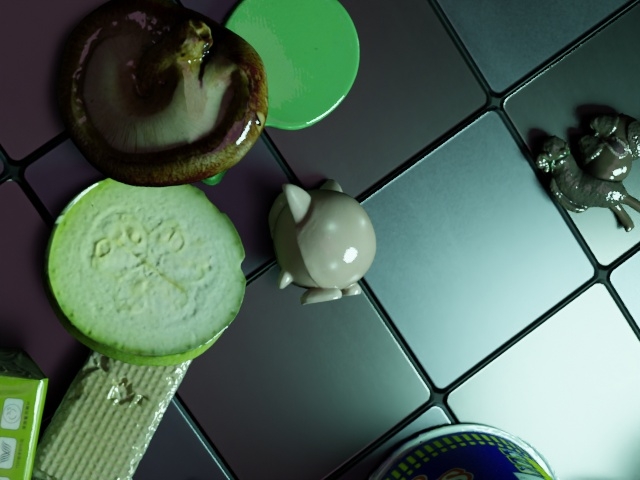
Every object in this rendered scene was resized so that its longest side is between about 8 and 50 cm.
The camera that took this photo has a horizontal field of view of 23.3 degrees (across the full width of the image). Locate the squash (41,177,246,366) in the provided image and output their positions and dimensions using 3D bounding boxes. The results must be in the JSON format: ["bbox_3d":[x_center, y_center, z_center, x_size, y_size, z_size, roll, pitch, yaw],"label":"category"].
[{"bbox_3d":[-0.189,0.029,1.666,0.219,0.041,0.219,6,65,-14],"label":"squash"}]

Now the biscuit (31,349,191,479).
[{"bbox_3d":[-0.219,0.168,1.673,0.108,0.062,0.239,29,73,-8],"label":"biscuit"}]

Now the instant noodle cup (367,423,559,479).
[{"bbox_3d":[0.207,0.368,1.706,0.284,0.312,0.284,-2,97,-15],"label":"instant noodle cup"}]

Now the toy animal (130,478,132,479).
[{"bbox_3d":[-0.232,0.360,1.678,0.140,0.138,0.282,44,83,-9],"label":"toy animal"}]

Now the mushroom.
[{"bbox_3d":[-0.164,-0.152,1.639,0.231,0.138,0.194,36,105,14],"label":"mushroom"}]

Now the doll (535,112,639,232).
[{"bbox_3d":[0.337,-0.090,1.830,0.165,0.057,0.139,26,91,-11],"label":"doll"}]

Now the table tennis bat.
[{"bbox_3d":[-0.062,-0.171,1.725,0.160,0.039,0.257,37,81,-12],"label":"table tennis bat"}]

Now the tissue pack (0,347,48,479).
[{"bbox_3d":[-0.389,0.249,1.593,0.167,0.200,0.275,11,92,-17],"label":"tissue pack"}]

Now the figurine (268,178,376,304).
[{"bbox_3d":[0.000,0.000,1.717,0.125,0.125,0.138,-15,89,-13],"label":"figurine"}]
